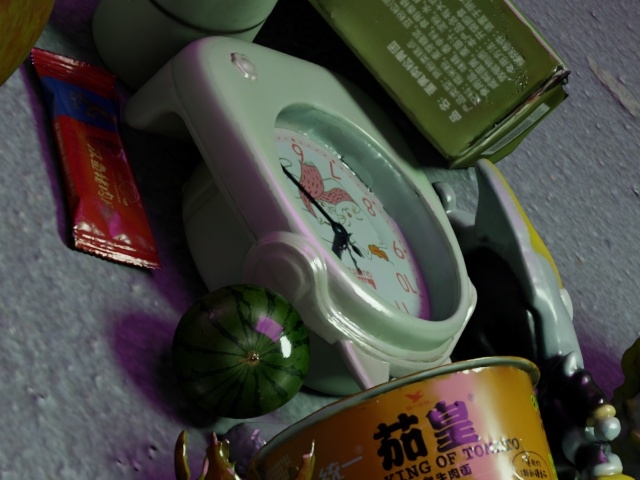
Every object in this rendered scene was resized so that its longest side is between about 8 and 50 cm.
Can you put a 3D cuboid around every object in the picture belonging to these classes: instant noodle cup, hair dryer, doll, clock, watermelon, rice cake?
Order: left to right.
[{"bbox_3d":[-0.200,-0.228,1.532,0.362,0.203,0.128,7,55,-25],"label":"hair dryer"},{"bbox_3d":[-0.058,0.077,1.400,0.109,0.109,0.109,34,31,-24],"label":"watermelon"},{"bbox_3d":[0.000,0.000,1.551,0.265,0.108,0.324,15,43,-53],"label":"clock"},{"bbox_3d":[0.007,0.155,1.455,0.207,0.033,0.033,10,44,-49],"label":"rice cake"},{"bbox_3d":[0.076,0.196,1.332,0.215,0.215,0.172,6,58,-51],"label":"instant noodle cup"},{"bbox_3d":[0.166,0.084,1.644,0.103,0.145,0.316,-20,70,-12],"label":"doll"}]

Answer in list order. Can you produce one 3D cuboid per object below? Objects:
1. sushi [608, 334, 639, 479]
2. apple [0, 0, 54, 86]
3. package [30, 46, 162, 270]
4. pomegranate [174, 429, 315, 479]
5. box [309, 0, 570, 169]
[{"bbox_3d":[0.445,0.162,1.675,0.240,0.396,0.351,14,63,-44],"label":"sushi"},{"bbox_3d":[-0.287,-0.205,1.284,0.264,0.264,0.264,34,31,-24],"label":"apple"},{"bbox_3d":[-0.171,-0.064,1.499,0.083,0.022,0.200,21,40,-40],"label":"package"},{"bbox_3d":[-0.068,0.222,1.053,0.221,0.221,0.257,30,63,-30],"label":"pomegranate"},{"bbox_3d":[0.048,-0.254,1.793,0.420,0.138,0.373,49,7,3],"label":"box"}]
